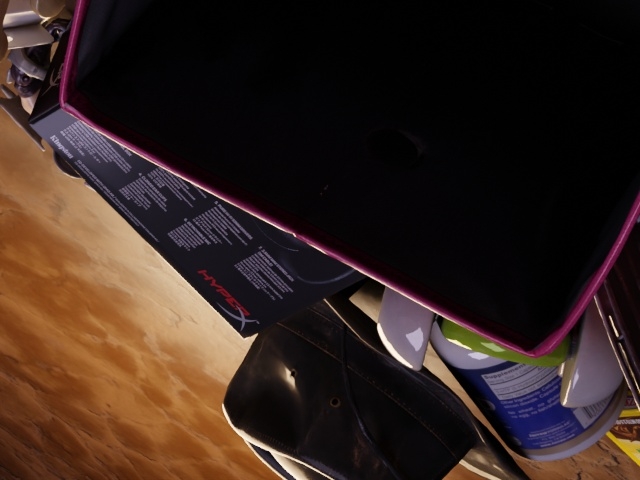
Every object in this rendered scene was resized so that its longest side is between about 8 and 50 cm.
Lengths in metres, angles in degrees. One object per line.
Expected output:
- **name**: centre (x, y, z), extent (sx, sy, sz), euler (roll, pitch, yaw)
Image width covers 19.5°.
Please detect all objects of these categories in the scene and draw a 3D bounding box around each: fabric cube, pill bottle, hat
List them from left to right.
- **hat**: centre (0.013, 0.140, 1.493), extent (0.331, 0.134, 0.331), euler (40, 174, 6)
- **fabric cube**: centre (0.073, -0.156, 0.829), extent (0.259, 0.258, 0.254), euler (29, 132, 9)
- **pill bottle**: centre (0.143, 0.068, 1.386), extent (0.112, 0.112, 0.187), euler (4, 142, 45)

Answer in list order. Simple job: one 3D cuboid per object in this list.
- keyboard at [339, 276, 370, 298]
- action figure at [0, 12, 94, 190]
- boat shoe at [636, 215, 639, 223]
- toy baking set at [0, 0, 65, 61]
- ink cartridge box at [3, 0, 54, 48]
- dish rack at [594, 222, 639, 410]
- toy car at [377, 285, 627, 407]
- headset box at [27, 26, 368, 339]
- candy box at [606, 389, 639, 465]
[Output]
- **keyboard**: centre (0.000, 0.000, 1.527), extent (0.100, 0.038, 0.192), euler (23, 161, -6)
- **action figure**: centre (-0.160, -0.109, 1.448), extent (0.185, 0.099, 0.285), euler (29, 159, -9)
- **boat shoe**: centre (0.241, -0.002, 1.161), extent (0.113, 0.105, 0.306), euler (25, 153, 16)
- **toy baking set**: centre (-0.171, -0.215, 1.168), extent (0.030, 0.256, 0.197), euler (35, 136, 35)
- **ink cartridge box**: centre (-0.249, -0.197, 1.311), extent (0.090, 0.092, 0.143), euler (-20, 83, 59)
- **dish rack**: centre (0.265, 0.058, 0.994), extent (0.271, 0.208, 0.074), euler (1, 148, -41)
- **toy car**: centre (0.127, 0.021, 1.207), extent (0.159, 0.136, 0.182), euler (14, -169, 4)
- **headset box**: centre (0.005, -0.095, 1.152), extent (0.293, 0.110, 0.218), euler (-29, 120, 27)
- **candy box**: centre (0.310, 0.153, 1.443), extent (0.105, 0.027, 0.206), euler (41, 154, -23)
